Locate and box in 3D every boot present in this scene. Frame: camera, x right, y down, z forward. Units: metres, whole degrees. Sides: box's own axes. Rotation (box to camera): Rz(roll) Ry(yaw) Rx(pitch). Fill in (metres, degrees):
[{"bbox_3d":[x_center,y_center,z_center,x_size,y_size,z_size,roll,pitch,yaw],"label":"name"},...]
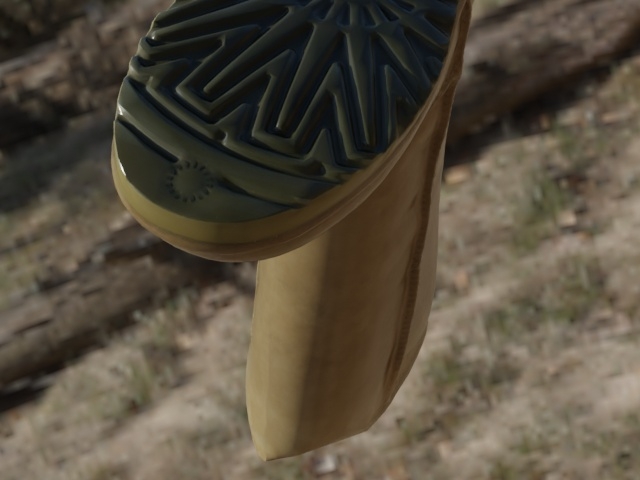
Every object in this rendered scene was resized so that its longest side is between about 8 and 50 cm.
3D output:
[{"bbox_3d":[0.000,0.000,0.756,0.089,0.269,0.236,26,50,15],"label":"boot"}]
